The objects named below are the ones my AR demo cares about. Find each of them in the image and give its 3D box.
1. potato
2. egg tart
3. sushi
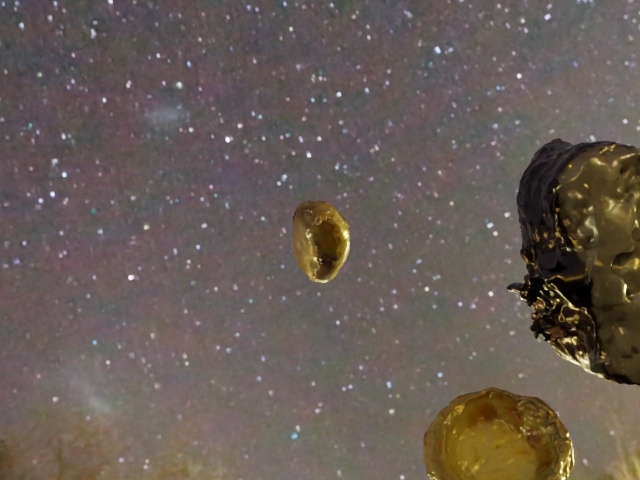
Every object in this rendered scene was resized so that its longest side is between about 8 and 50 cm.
[{"bbox_3d":[0.000,0.000,1.171,0.080,0.107,0.170,-17,-32,-16],"label":"potato"},{"bbox_3d":[0.252,0.307,1.089,0.213,0.212,0.090,-17,-49,-6],"label":"egg tart"},{"bbox_3d":[0.369,0.033,1.066,0.234,0.348,0.207,-18,8,-16],"label":"sushi"}]
